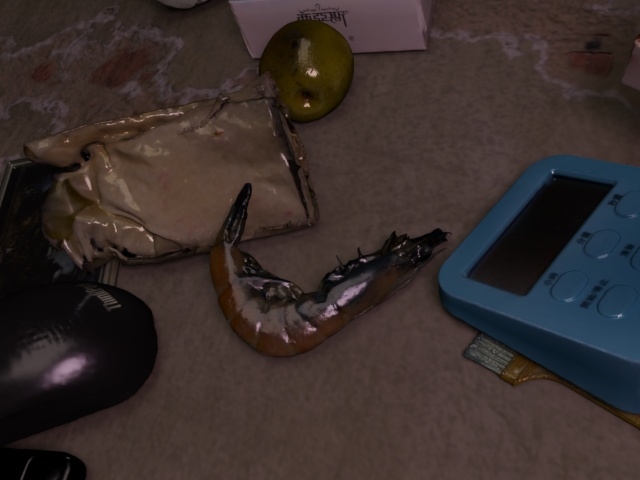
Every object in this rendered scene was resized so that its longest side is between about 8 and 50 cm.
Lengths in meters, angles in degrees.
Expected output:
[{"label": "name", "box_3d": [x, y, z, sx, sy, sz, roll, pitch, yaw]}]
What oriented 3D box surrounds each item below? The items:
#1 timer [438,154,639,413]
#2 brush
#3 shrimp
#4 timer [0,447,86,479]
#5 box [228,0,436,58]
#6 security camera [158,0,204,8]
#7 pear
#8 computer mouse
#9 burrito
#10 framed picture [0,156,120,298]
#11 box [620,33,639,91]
[{"label": "timer", "box_3d": [0.264, 0.014, 0.690, 0.250, 0.091, 0.232, 27, 63, 36]}, {"label": "brush", "box_3d": [0.247, 0.131, 0.665, 0.218, 0.010, 0.082, 30, 69, 33]}, {"label": "shrimp", "box_3d": [0.000, 0.000, 0.781, 0.262, 0.051, 0.198, -29, 79, -6]}, {"label": "timer", "box_3d": [-0.346, 0.283, 0.727, 0.187, 0.055, 0.144, -2, 56, 18]}, {"label": "box", "box_3d": [0.031, -0.381, 1.038, 0.274, 0.116, 0.203, 3, 56, 21]}, {"label": "security camera", "box_3d": [-0.246, -0.524, 1.194, 0.195, 0.194, 0.236, -27, 49, -1]}, {"label": "pear", "box_3d": [-0.026, -0.237, 0.957, 0.141, 0.104, 0.141, -10, 57, 15]}, {"label": "computer mouse", "box_3d": [-0.321, 0.124, 0.784, 0.269, 0.100, 0.170, -21, 42, -7]}, {"label": "burrito", "box_3d": [-0.180, -0.080, 0.878, 0.332, 0.190, 0.135, -13, 17, 6]}, {"label": "framed picture", "box_3d": [-0.372, -0.025, 0.980, 0.232, 0.019, 0.296, -11, 53, 11]}, {"label": "box", "box_3d": [0.485, -0.238, 0.710, 0.214, 0.069, 0.353, 33, 69, 22]}]
